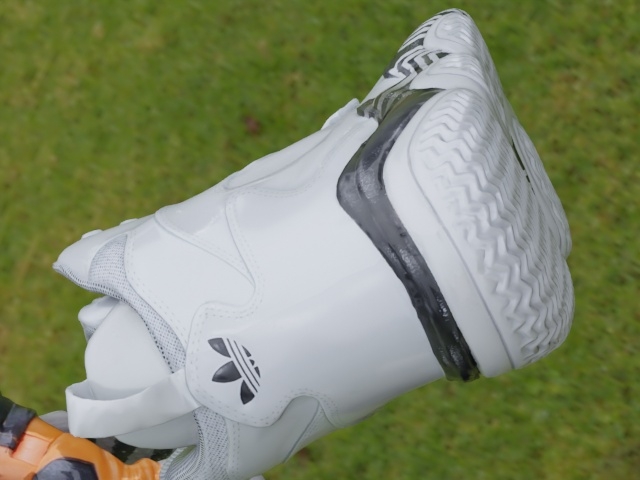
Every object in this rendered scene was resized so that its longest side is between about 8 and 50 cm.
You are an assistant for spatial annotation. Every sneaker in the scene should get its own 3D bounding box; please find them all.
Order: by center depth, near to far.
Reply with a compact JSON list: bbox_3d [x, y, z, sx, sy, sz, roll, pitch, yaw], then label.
[{"bbox_3d":[0.000,0.000,0.879,0.210,0.137,0.366,-24,9,10],"label":"sneaker"}]

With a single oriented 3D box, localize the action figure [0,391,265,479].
[{"bbox_3d":[-0.236,0.141,1.138,0.341,0.330,0.179,-27,43,52],"label":"action figure"}]
